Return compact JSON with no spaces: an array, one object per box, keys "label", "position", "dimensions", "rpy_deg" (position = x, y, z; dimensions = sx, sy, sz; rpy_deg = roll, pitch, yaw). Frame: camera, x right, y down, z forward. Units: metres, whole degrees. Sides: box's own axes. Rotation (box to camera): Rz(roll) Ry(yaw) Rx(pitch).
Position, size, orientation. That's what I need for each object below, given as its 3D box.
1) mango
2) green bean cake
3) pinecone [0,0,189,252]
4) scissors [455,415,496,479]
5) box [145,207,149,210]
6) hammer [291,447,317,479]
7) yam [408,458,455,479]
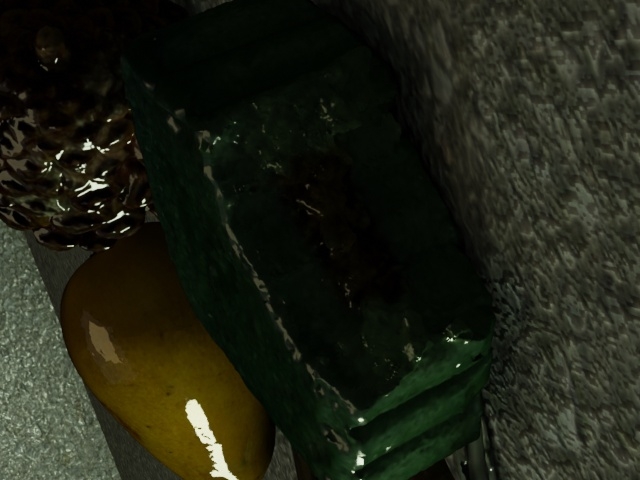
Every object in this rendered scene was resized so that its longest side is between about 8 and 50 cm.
[{"label":"mango","position":[-0.173,0.149,1.456],"dimensions":[0.264,0.221,0.378],"rpy_deg":[25,144,58]},{"label":"green bean cake","position":[0.000,0.000,0.894],"dimensions":[0.308,0.169,0.300],"rpy_deg":[50,156,38]},{"label":"pinecone","position":[-0.252,-0.137,1.252],"dimensions":[0.242,0.298,0.296],"rpy_deg":[-92,5,-45]},{"label":"scissors","position":[0.135,0.223,1.000],"dimensions":[0.101,0.027,0.205],"rpy_deg":[33,141,55]},{"label":"box","position":[-0.279,-0.191,1.574],"dimensions":[0.214,0.069,0.353],"rpy_deg":[61,162,14]},{"label":"hammer","position":[0.001,0.405,1.566],"dimensions":[0.111,0.043,0.366],"rpy_deg":[43,148,51]},{"label":"yam","position":[0.082,0.176,0.995],"dimensions":[0.045,0.045,0.327],"rpy_deg":[28,-147,-55]}]
